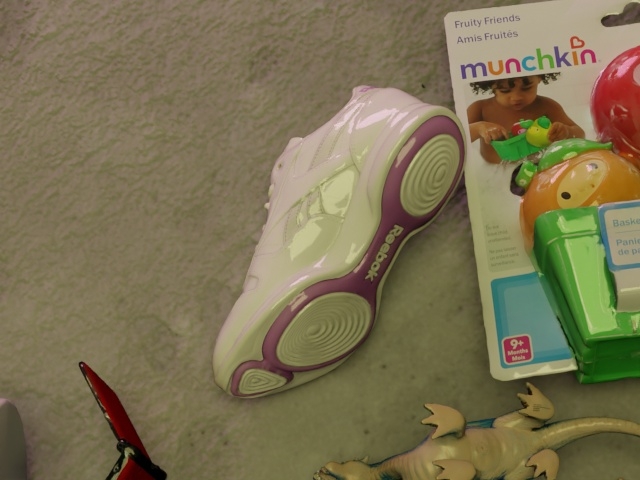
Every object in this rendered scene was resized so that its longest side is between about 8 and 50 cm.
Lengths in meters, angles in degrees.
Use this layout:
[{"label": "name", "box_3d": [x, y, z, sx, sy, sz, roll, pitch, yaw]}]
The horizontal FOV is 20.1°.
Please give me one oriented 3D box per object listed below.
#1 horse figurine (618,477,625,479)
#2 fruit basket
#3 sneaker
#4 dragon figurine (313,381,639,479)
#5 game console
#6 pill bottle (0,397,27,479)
[{"label": "horse figurine", "box_3d": [0.264, 0.316, 1.460, 0.174, 0.066, 0.263, 32, 77, 18]}, {"label": "fruit basket", "box_3d": [0.284, -0.067, 1.517, 0.327, 0.165, 0.353, -6, 71, 3]}, {"label": "sneaker", "box_3d": [0.000, 0.000, 1.563, 0.305, 0.114, 0.152, -53, 44, -1]}, {"label": "dragon figurine", "box_3d": [0.134, 0.183, 1.495, 0.289, 0.144, 0.085, -9, 71, -18]}, {"label": "game console", "box_3d": [-0.183, 0.184, 1.490, 0.085, 0.144, 0.124, 28, 79, 12]}, {"label": "pill bottle", "box_3d": [-0.436, 0.203, 1.469, 0.363, 0.210, 0.210, 2, 75, 5]}]
